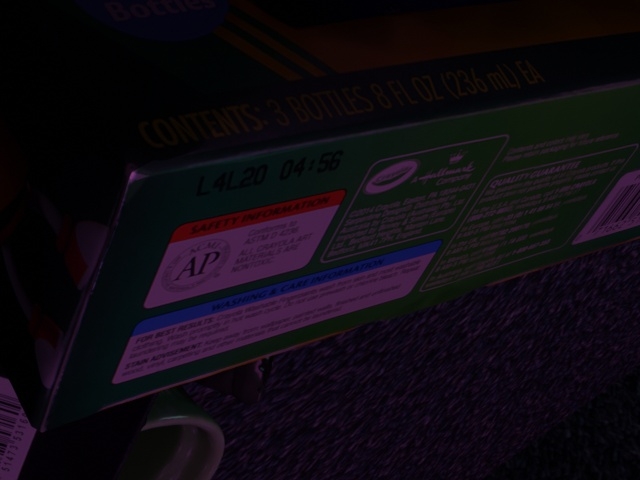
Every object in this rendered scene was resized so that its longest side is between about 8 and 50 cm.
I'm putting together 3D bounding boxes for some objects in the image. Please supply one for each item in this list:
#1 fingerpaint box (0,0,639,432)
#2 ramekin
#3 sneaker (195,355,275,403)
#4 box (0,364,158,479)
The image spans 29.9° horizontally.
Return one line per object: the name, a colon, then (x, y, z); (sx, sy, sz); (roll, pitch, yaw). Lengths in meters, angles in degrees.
fingerpaint box: (-0.015, -0.147, 0.644); (0.445, 0.371, 0.163); (-13, 145, -37)
ramekin: (-0.261, 0.216, 1.189); (0.303, 0.148, 0.303); (-29, 153, -16)
sneaker: (-0.090, 0.043, 1.167); (0.101, 0.106, 0.267); (-64, 165, -60)
box: (-0.182, 0.008, 0.749); (0.183, 0.294, 0.296); (20, 130, -11)
